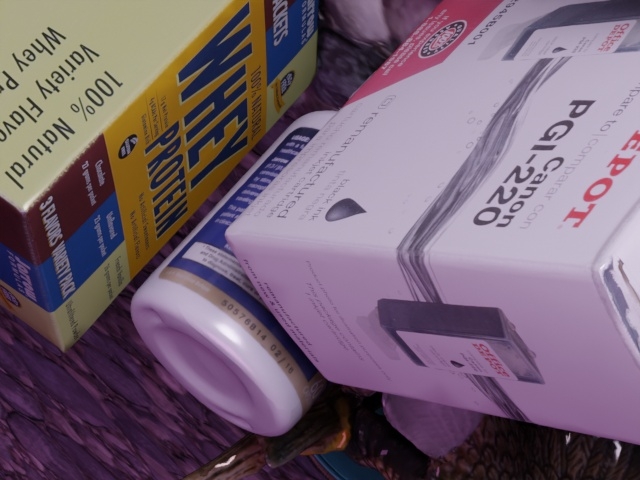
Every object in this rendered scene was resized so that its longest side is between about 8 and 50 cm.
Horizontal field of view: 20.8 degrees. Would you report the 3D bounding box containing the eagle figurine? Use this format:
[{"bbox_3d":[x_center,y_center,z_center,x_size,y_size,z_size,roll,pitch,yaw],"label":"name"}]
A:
[{"bbox_3d":[0.103,0.180,0.925,0.298,0.226,0.225,52,-162,18],"label":"eagle figurine"}]

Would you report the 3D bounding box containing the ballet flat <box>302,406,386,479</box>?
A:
[{"bbox_3d":[0.066,0.162,1.125,0.203,0.074,0.074,26,153,27],"label":"ballet flat"}]

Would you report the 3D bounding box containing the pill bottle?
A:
[{"bbox_3d":[0.000,0.000,0.807,0.094,0.169,0.094,34,157,17],"label":"pill bottle"}]

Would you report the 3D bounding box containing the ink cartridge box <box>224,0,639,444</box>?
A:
[{"bbox_3d":[0.091,-0.016,0.648,0.218,0.158,0.092,7,139,53],"label":"ink cartridge box"}]

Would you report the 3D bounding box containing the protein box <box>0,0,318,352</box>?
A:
[{"bbox_3d":[-0.136,-0.100,0.807,0.201,0.200,0.136,34,156,16],"label":"protein box"}]
